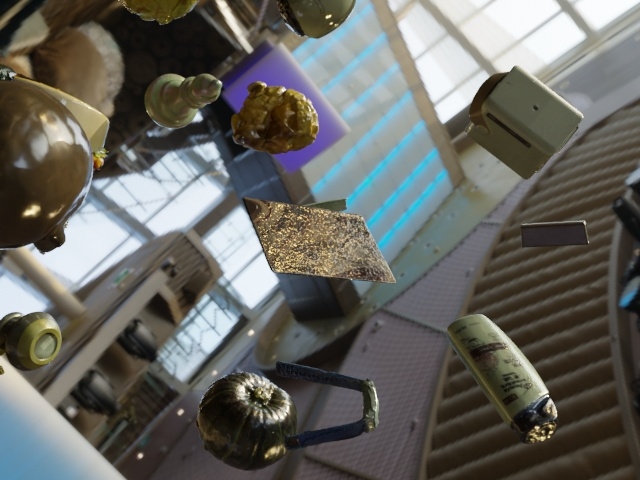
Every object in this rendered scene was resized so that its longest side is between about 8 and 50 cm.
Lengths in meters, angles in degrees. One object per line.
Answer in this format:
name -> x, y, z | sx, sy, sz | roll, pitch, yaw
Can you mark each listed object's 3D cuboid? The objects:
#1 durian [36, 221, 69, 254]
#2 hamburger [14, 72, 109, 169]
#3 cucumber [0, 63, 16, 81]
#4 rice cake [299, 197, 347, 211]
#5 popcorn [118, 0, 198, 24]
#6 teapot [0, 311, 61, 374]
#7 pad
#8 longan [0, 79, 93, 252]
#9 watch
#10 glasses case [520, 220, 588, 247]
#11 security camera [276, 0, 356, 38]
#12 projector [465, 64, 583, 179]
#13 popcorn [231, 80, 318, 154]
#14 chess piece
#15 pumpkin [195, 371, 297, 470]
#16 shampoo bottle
durian -> -0.764, -0.071, 2.105 | 0.138, 0.193, 0.237 | -42, -153, -29
hamburger -> -0.618, -0.252, 1.733 | 0.294, 0.276, 0.179 | 26, -90, 48
cucumber -> -0.652, -0.288, 1.448 | 0.069, 0.069, 0.227 | -33, -168, 27
rice cake -> -0.033, -0.089, 2.386 | 0.237, 0.043, 0.127 | -12, 179, -4
popcorn -> -0.341, -0.554, 1.565 | 0.204, 0.221, 0.183 | -3, -139, 18
teapot -> -0.637, 0.220, 1.641 | 0.119, 0.130, 0.166 | 13, -143, 30
pad -> 0.000, 0.000, 1.672 | 0.004, 0.330, 0.220 | -55, -135, 34
longan -> -0.494, -0.117, 1.258 | 0.243, 0.300, 0.300 | -13, -155, 26
watch -> 0.020, 0.438, 2.158 | 0.275, 0.068, 0.276 | -11, -137, 0
glasses case -> 0.687, -0.018, 2.272 | 0.191, 0.072, 0.042 | -3, -164, 25
security camera -> -0.036, -0.605, 1.771 | 0.191, 0.277, 0.197 | -27, -170, 5
projector -> 0.473, -0.287, 1.848 | 0.163, 0.242, 0.177 | -50, 175, -18
popcorn -> -0.102, -0.268, 1.721 | 0.194, 0.163, 0.140 | -12, 153, 5
chess piece -> -0.317, -0.356, 1.890 | 0.139, 0.139, 0.272 | -47, -155, -27
pumpkin -> -0.232, 0.568, 2.439 | 0.241, 0.323, 0.323 | -64, 180, 30
shampoo bottle -> 0.432, 0.312, 1.800 | 0.134, 0.078, 0.359 | -14, -143, -14
